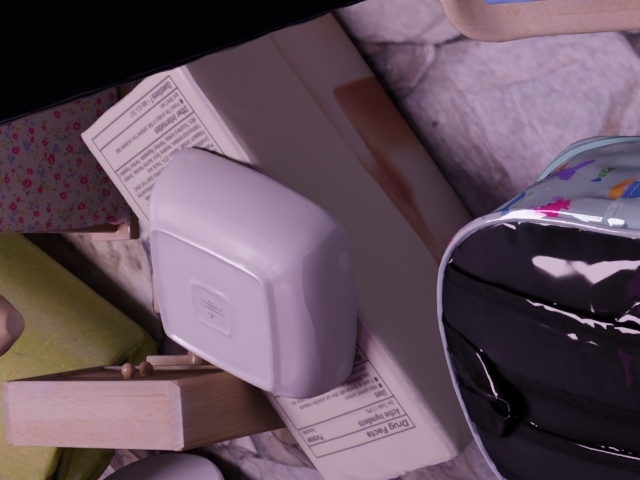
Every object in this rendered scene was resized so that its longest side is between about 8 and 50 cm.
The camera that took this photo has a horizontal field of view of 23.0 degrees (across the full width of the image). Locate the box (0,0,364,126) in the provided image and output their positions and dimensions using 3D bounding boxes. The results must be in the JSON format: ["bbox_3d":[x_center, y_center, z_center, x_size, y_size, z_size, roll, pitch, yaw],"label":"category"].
[{"bbox_3d":[-0.103,-0.384,0.565,0.472,0.297,0.480,54,145,19],"label":"box"}]

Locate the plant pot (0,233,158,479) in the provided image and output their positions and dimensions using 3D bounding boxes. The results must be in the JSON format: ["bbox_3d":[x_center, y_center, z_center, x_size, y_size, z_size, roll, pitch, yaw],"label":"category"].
[{"bbox_3d":[-0.291,0.102,1.362,0.254,0.276,0.276,29,141,12],"label":"plant pot"}]

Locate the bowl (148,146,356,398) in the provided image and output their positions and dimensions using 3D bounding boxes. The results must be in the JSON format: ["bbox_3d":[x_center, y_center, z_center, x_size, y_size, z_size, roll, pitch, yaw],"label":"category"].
[{"bbox_3d":[-0.048,0.028,0.939,0.142,0.053,0.142,25,137,29],"label":"bowl"}]

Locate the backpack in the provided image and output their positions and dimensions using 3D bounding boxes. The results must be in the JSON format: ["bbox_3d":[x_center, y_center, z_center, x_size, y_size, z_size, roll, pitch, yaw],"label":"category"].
[{"bbox_3d":[0.191,0.054,0.789,0.253,0.191,0.225,4,121,39],"label":"backpack"}]

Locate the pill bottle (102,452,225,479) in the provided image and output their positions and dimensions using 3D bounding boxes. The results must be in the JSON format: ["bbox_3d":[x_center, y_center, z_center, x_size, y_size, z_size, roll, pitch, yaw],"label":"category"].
[{"bbox_3d":[-0.113,0.343,1.434,0.161,0.161,0.283,13,130,43],"label":"pill bottle"}]

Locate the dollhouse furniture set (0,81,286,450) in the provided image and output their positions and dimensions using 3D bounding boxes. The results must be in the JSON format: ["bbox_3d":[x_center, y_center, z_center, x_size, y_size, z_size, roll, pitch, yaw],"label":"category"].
[{"bbox_3d":[-0.122,-0.040,1.102,0.174,0.303,0.355,-3,90,35],"label":"dollhouse furniture set"}]

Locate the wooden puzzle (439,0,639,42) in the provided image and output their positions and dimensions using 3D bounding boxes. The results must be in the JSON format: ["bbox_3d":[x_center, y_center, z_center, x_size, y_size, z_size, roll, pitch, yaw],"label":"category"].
[{"bbox_3d":[0.131,-0.234,0.695,0.348,0.080,0.322,1,122,48],"label":"wooden puzzle"}]

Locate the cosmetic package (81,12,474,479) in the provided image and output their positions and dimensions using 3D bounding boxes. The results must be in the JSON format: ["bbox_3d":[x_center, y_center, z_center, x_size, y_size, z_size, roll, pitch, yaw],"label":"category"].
[{"bbox_3d":[0.000,0.000,1.018,0.296,0.129,0.153,56,144,-6],"label":"cosmetic package"}]
